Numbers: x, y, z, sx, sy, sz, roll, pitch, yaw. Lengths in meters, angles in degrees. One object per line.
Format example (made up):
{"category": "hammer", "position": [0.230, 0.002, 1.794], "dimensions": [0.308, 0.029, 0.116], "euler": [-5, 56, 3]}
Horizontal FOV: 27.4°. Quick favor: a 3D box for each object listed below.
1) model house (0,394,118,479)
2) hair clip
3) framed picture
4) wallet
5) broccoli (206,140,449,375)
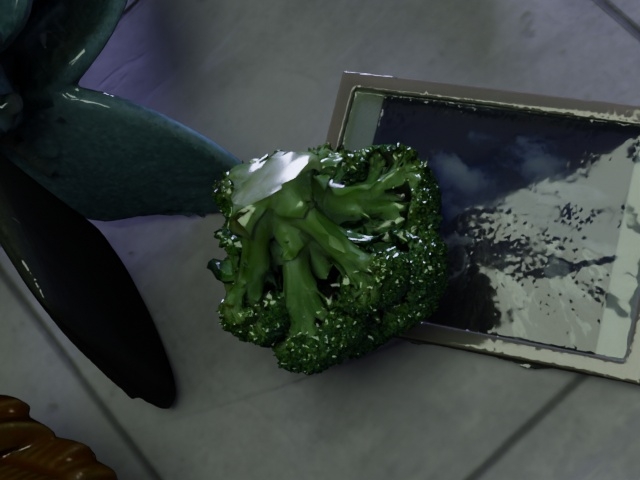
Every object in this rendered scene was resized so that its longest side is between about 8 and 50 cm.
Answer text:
{"category": "model house", "position": [-0.261, 0.207, 0.919], "dimensions": [0.199, 0.229, 0.220], "euler": [29, 83, 40]}
{"category": "hair clip", "position": [-0.280, -0.154, 0.997], "dimensions": [0.318, 0.392, 0.239], "euler": [-18, 65, 31]}
{"category": "framed picture", "position": [0.122, -0.016, 0.978], "dimensions": [0.281, 0.019, 0.209], "euler": [8, 78, 22]}
{"category": "wallet", "position": [-0.183, 0.026, 0.943], "dimensions": [0.052, 0.245, 0.169], "euler": [-32, 65, 0]}
{"category": "broccoli", "position": [0.000, 0.000, 0.928], "dimensions": [0.195, 0.156, 0.195], "euler": [-24, 35, 18]}
